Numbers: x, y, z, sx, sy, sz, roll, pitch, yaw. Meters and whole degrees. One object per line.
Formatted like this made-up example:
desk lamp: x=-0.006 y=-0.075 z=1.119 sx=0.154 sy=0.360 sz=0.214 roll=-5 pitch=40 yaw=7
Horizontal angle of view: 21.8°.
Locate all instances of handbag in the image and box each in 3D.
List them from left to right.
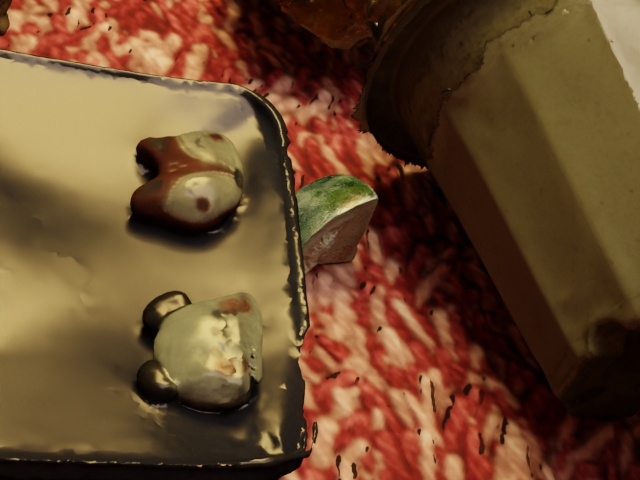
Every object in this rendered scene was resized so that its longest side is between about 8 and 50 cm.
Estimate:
handbag: x=-0.171 y=0.019 z=0.875 sx=0.329 sy=0.122 sz=0.303 roll=11 pitch=42 yaw=-17

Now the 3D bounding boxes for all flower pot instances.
flower pot: x=0.186 y=-0.039 z=1.048 sx=0.290 sy=0.290 sz=0.259 roll=-2 pitch=60 yaw=-31

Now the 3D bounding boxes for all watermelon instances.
watermelon: x=0.000 y=0.000 z=1.059 sx=0.061 sy=0.085 sz=0.085 roll=43 pitch=31 yaw=-29

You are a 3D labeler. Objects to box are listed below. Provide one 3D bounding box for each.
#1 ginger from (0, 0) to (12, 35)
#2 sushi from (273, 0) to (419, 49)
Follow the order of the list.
ginger: x=-0.332 y=-0.211 z=0.981 sx=0.375 sy=0.176 sz=0.256 roll=7 pitch=28 yaw=-33
sushi: x=0.042 y=-0.225 z=1.250 sx=0.167 sy=0.179 sz=0.296 roll=43 pitch=41 yaw=-7
